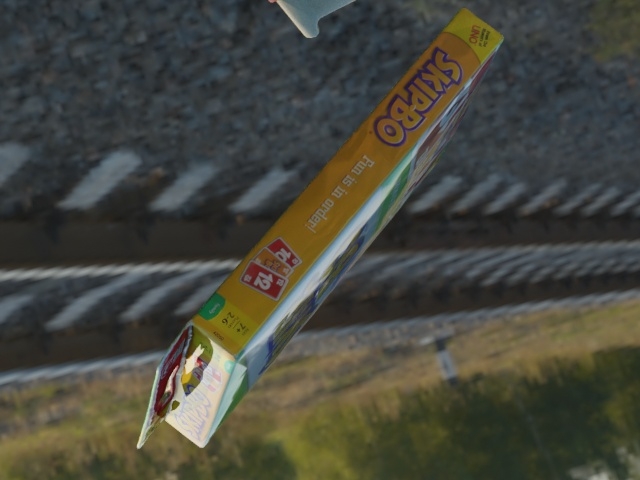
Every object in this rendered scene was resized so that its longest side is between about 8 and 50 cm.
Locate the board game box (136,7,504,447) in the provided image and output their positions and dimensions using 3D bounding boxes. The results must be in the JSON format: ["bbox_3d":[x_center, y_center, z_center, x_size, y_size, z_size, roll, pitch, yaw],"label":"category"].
[{"bbox_3d":[0.000,0.000,0.732,0.259,0.039,0.124,-47,170,-28],"label":"board game box"}]

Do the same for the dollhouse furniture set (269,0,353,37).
[{"bbox_3d":[-0.034,-0.273,0.909,0.262,0.259,0.135,-27,158,2],"label":"dollhouse furniture set"}]
